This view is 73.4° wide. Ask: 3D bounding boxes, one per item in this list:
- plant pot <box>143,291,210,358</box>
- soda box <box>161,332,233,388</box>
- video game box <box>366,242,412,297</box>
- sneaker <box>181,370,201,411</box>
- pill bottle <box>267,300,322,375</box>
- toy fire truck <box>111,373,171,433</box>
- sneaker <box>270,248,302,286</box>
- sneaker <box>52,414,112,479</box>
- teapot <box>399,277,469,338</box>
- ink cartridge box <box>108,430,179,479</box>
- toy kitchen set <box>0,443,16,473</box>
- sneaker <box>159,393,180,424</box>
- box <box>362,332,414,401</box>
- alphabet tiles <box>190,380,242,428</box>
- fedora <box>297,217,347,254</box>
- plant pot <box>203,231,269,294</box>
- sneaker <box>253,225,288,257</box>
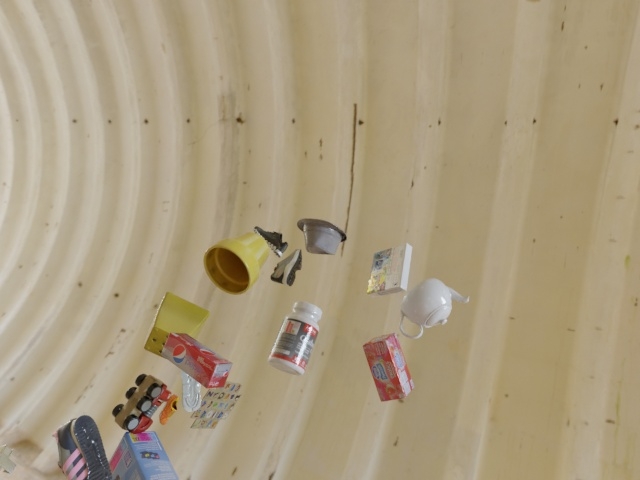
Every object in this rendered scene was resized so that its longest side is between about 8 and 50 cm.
[{"bbox_3d":[-0.634,0.388,1.846,0.212,0.187,0.212,28,-66,-8],"label":"plant pot"},{"bbox_3d":[-0.436,0.416,1.502,0.264,0.092,0.083,19,-3,33],"label":"soda box"},{"bbox_3d":[0.285,0.127,1.778,0.048,0.205,0.187,34,-34,-30],"label":"video game box"},{"bbox_3d":[-0.516,0.559,1.711,0.090,0.234,0.095,10,-22,-18],"label":"sneaker"},{"bbox_3d":[-0.130,0.529,2.345,0.211,0.362,0.210,17,-27,9],"label":"pill bottle"},{"bbox_3d":[-0.731,0.705,1.834,0.159,0.216,0.246,18,-25,34],"label":"toy fire truck"},{"bbox_3d":[-0.152,0.114,2.009,0.108,0.271,0.100,5,-63,14],"label":"sneaker"},{"bbox_3d":[-0.764,0.731,1.371,0.131,0.112,0.318,-22,-103,14],"label":"sneaker"},{"bbox_3d":[0.504,0.313,1.971,0.187,0.253,0.255,55,-47,36],"label":"teapot"},{"bbox_3d":[-0.698,0.992,1.683,0.396,0.269,0.151,33,7,41],"label":"ink cartridge box"},{"bbox_3d":[-1.013,0.706,1.348,0.075,0.083,0.068,-22,-64,11],"label":"toy kitchen set"},{"bbox_3d":[-0.794,0.895,2.250,0.068,0.064,0.174,25,-83,20],"label":"sneaker"},{"bbox_3d":[0.295,0.548,1.865,0.123,0.128,0.256,-22,-97,29],"label":"box"},{"bbox_3d":[-0.564,0.904,2.357,0.011,0.285,0.342,27,-11,29],"label":"alphabet tiles"},{"bbox_3d":[0.000,0.000,2.074,0.244,0.124,0.275,6,-16,21],"label":"fedora"},{"bbox_3d":[-0.363,0.083,1.974,0.254,0.239,0.253,13,-58,22],"label":"plant pot"},{"bbox_3d":[-0.262,-0.014,2.329,0.234,0.106,0.078,42,-10,22],"label":"sneaker"}]
